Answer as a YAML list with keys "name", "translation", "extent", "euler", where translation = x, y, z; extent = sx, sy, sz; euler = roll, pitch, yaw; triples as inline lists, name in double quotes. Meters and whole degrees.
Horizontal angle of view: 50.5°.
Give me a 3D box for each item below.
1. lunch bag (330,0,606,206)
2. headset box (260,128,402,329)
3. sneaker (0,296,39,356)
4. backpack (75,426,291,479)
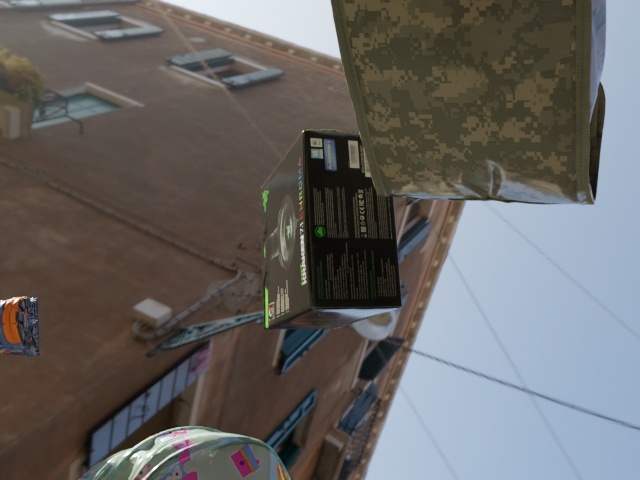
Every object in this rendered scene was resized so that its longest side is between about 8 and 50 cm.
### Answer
- name: "lunch bag"
  translation: [0.157, -0.168, 0.677]
  extent: [0.235, 0.169, 0.287]
  euler: [4, -56, 25]
- name: "headset box"
  translation: [0.000, 0.000, 1.019]
  extent: [0.283, 0.131, 0.247]
  euler: [145, -56, -69]
- name: "sneaker"
  translation: [-0.422, 0.112, 0.898]
  extent: [0.221, 0.087, 0.083]
  euler: [137, -49, -68]
- name: "backpack"
  translation: [-0.064, 0.192, 0.357]
  extent: [0.115, 0.152, 0.182]
  euler: [-28, -106, 37]
